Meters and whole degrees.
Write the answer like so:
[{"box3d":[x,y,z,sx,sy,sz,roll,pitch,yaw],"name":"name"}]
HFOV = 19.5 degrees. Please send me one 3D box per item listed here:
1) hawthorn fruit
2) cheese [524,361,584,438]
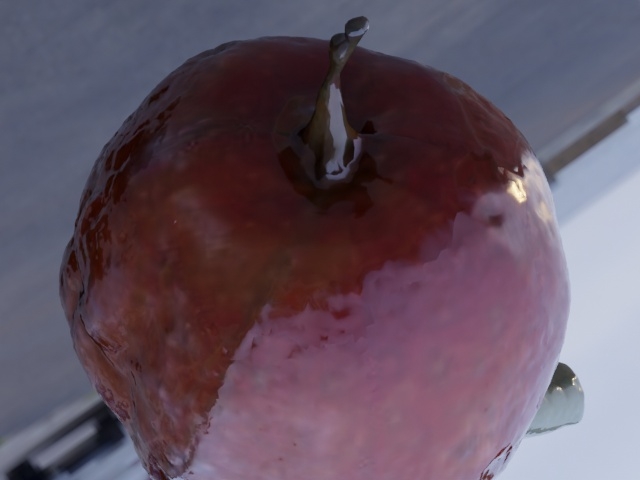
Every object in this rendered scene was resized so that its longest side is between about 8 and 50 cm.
[{"box3d":[0.000,0.000,0.823,0.242,0.242,0.272,-33,158,-24],"name":"hawthorn fruit"},{"box3d":[0.078,0.102,1.088,0.194,0.043,0.065,-8,-178,-44],"name":"cheese"}]
